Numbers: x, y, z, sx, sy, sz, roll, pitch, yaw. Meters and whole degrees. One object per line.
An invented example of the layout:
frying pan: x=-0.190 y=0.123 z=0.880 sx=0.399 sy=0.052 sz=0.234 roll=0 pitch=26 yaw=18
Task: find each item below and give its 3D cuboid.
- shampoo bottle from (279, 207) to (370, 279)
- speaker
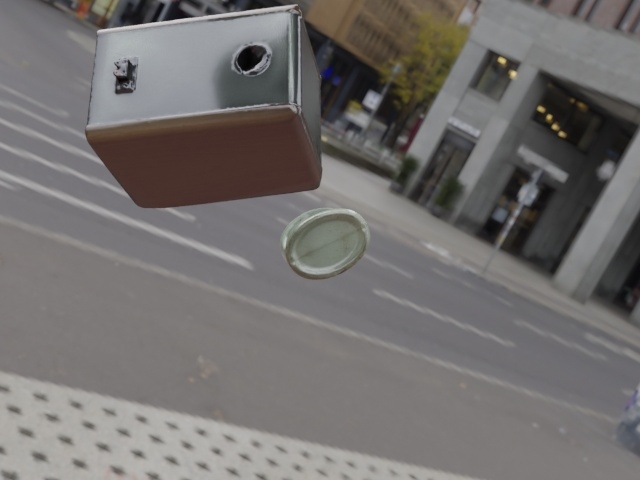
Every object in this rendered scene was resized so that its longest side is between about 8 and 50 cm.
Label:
shampoo bottle: x=0.000 y=0.000 z=1.383 sx=0.087 sy=0.118 sz=0.234 roll=63 pitch=-4 yaw=-5
speaker: x=-0.120 y=-0.148 z=1.086 sx=0.230 sy=0.153 sz=0.192 roll=-5 pitch=-27 yaw=9
